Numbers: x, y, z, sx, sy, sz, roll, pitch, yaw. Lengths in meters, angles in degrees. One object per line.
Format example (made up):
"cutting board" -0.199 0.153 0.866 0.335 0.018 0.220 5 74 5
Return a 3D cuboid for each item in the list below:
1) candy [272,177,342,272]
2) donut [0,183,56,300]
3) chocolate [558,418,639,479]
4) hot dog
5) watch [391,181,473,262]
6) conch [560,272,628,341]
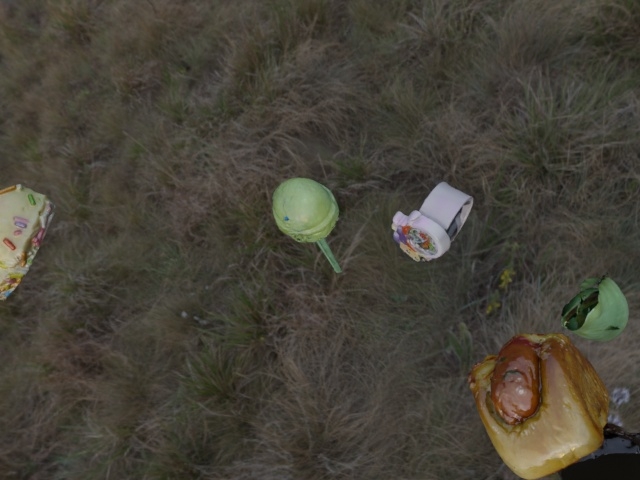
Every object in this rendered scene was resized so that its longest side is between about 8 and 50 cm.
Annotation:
"candy" 0.000 0.000 0.798 0.093 0.335 0.092 -13 67 6
"donut" -0.354 0.010 0.520 0.166 0.065 0.108 -14 56 39
"chocolate" 0.608 0.431 1.027 0.224 0.206 0.177 19 36 0
"hot dog" 0.302 0.209 0.682 0.150 0.257 0.153 -42 68 25
"watch" 0.355 -0.062 1.543 0.196 0.244 0.231 32 65 22
"conch" 0.629 0.152 1.131 0.144 0.251 0.137 -34 51 22
